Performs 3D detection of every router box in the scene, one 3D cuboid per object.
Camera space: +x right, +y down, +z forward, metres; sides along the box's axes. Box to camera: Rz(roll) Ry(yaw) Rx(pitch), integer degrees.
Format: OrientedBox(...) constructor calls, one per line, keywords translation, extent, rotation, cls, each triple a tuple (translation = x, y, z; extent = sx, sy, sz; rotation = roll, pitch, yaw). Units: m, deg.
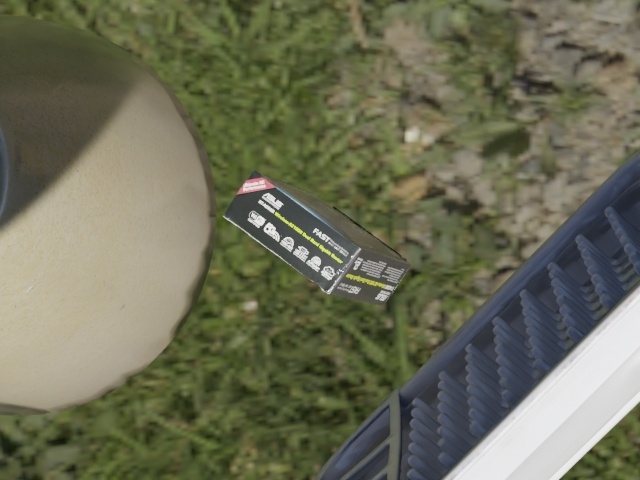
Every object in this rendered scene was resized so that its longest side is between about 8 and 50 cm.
OrientedBox(translation=(0.000, 0.000, 1.168), extent=(0.092, 0.122, 0.038), rotation=(37, 97, 18), cls="router box")

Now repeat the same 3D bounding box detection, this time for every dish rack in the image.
OrientedBox(translation=(0.116, 0.091, 1.002), extent=(0.072, 0.285, 0.333), rotation=(42, 101, -4), cls="dish rack")

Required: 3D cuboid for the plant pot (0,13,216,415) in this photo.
OrientedBox(translation=(-0.206, -0.023, 0.991), extent=(0.256, 0.274, 0.256), rotation=(0, 87, 5), cls="plant pot")
